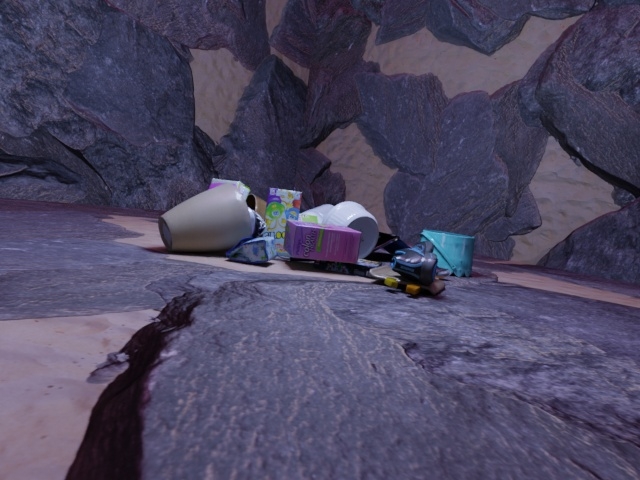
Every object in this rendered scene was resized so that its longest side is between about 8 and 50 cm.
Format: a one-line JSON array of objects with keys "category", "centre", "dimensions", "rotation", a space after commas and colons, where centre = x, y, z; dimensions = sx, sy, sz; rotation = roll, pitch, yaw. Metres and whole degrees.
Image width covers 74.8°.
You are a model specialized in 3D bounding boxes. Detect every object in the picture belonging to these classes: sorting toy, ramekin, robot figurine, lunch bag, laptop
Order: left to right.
[{"category": "lunch bag", "centre": [-0.243, 0.035, 1.489], "dimensions": [0.151, 0.096, 0.129], "rotation": [-10, 2, 11]}, {"category": "robot figurine", "centre": [-0.007, -0.074, 2.192], "dimensions": [0.299, 0.200, 0.353], "rotation": [11, 21, 29]}, {"category": "ramekin", "centre": [0.140, -0.028, 1.865], "dimensions": [0.272, 0.273, 0.127], "rotation": [4, 18, -36]}, {"category": "laptop", "centre": [0.287, 0.077, 2.207], "dimensions": [0.407, 0.236, 0.382], "rotation": [-25, 18, -20]}, {"category": "sorting toy", "centre": [0.282, 0.142, 1.410], "dimensions": [0.229, 0.041, 0.307], "rotation": [15, 8, 25]}]

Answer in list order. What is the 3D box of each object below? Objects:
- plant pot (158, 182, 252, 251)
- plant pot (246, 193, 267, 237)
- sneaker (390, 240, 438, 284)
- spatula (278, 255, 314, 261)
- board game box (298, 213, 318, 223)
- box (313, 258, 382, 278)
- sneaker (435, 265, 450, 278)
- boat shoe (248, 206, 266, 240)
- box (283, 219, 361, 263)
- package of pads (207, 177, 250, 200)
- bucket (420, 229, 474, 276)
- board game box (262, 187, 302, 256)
[{"category": "plant pot", "centre": [-0.433, -0.059, 1.530], "dimensions": [0.274, 0.257, 0.256], "rotation": [-19, 20, -36]}, {"category": "plant pot", "centre": [-0.305, -0.103, 2.290], "dimensions": [0.254, 0.237, 0.237], "rotation": [19, -2, -33]}, {"category": "sneaker", "centre": [0.318, 0.058, 1.452], "dimensions": [0.139, 0.125, 0.341], "rotation": [11, 6, 8]}, {"category": "spatula", "centre": [-0.141, 0.062, 1.638], "dimensions": [0.296, 0.030, 0.084], "rotation": [7, 3, -11]}, {"category": "board game box", "centre": [-0.066, -0.022, 1.942], "dimensions": [0.124, 0.039, 0.259], "rotation": [6, 45, -15]}, {"category": "box", "centre": [0.107, 0.093, 1.594], "dimensions": [0.233, 0.044, 0.159], "rotation": [9, 6, 15]}, {"category": "sneaker", "centre": [0.431, 0.107, 1.734], "dimensions": [0.214, 0.083, 0.084], "rotation": [11, 4, 16]}, {"category": "boat shoe", "centre": [-0.275, -0.056, 1.684], "dimensions": [0.105, 0.113, 0.306], "rotation": [-25, -19, -22]}, {"category": "box", "centre": [0.000, 0.000, 1.562], "dimensions": [0.242, 0.117, 0.213], "rotation": [5, 7, -14]}, {"category": "package of pads", "centre": [-0.503, -0.164, 2.136], "dimensions": [0.229, 0.297, 0.101], "rotation": [11, -14, 36]}, {"category": "bucket", "centre": [0.590, 0.055, 1.983], "dimensions": [0.281, 0.183, 0.281], "rotation": [8, 5, -1]}, {"category": "board game box", "centre": [-0.170, -0.081, 1.802], "dimensions": [0.142, 0.275, 0.144], "rotation": [7, 5, -6]}]
